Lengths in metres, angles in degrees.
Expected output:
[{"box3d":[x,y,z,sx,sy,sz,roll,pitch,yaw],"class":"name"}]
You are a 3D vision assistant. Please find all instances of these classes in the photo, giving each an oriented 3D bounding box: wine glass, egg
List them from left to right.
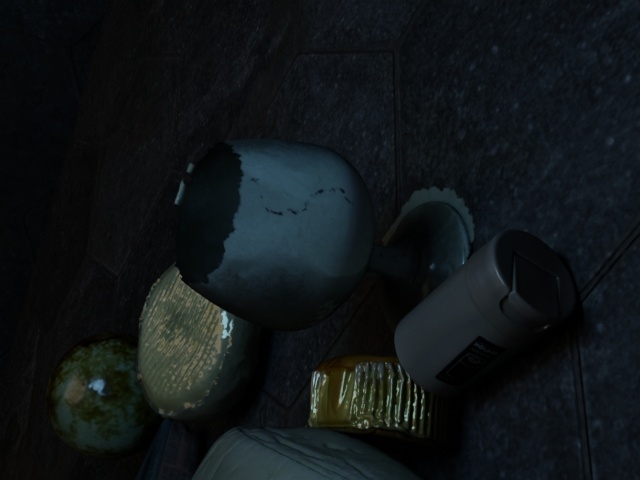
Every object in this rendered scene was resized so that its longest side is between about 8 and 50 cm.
[{"box3d":[-0.400,0.295,1.755,0.289,0.238,0.238,161,121,-77],"class":"egg"},{"box3d":[0.000,0.000,1.100,0.238,0.323,0.238,-32,49,48],"class":"wine glass"}]

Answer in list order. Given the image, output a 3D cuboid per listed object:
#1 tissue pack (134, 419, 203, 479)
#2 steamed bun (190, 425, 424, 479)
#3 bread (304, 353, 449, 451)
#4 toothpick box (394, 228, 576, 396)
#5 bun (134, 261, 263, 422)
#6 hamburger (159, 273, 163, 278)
[{"box3d":[-0.276,0.465,1.502,0.316,0.103,0.228,-97,29,-73],"class":"tissue pack"},{"box3d":[-0.035,0.316,0.963,0.383,0.236,0.247,5,74,63],"class":"steamed bun"},{"box3d":[0.067,0.188,1.088,0.190,0.132,0.114,-22,56,53],"class":"bread"},{"box3d":[0.172,0.079,0.976,0.181,0.111,0.111,-47,39,42],"class":"toothpick box"},{"box3d":[-0.188,0.163,1.538,0.287,0.146,0.287,-13,72,44],"class":"bun"},{"box3d":[-0.253,0.122,1.727,0.166,0.087,0.137,40,111,57],"class":"hamburger"}]
